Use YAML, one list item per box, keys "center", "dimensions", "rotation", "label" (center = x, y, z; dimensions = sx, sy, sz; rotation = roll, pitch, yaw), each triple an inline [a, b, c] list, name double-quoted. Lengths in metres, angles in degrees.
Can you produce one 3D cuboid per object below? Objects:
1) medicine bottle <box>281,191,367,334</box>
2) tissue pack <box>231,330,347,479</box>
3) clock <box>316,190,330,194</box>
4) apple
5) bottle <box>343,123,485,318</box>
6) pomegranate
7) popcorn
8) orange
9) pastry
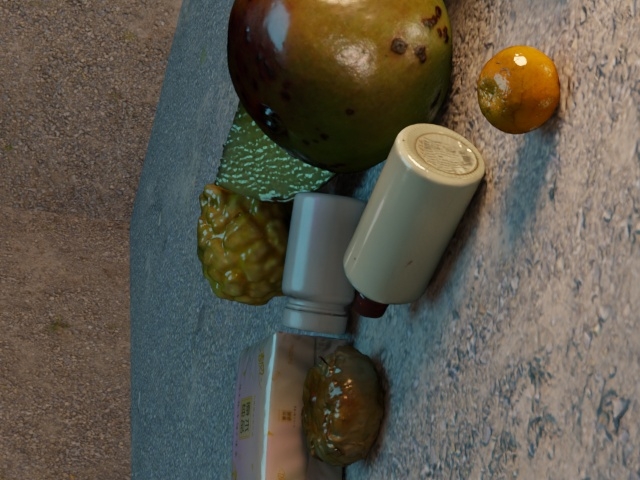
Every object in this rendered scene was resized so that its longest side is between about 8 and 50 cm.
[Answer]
- center: [0.003, 0.031, 1.526]
  dimensions: [0.103, 0.103, 0.186]
  rotation: [-174, 92, -74]
  label: "medicine bottle"
- center: [-0.047, 0.253, 1.550]
  dimensions: [0.185, 0.124, 0.225]
  rotation: [147, 129, -65]
  label: "tissue pack"
- center: [0.000, 0.000, 1.643]
  dimensions: [0.110, 0.050, 0.152]
  rotation: [163, 114, -72]
  label: "clock"
- center: [-0.030, -0.203, 1.613]
  dimensions: [0.254, 0.179, 0.346]
  rotation: [-103, 29, -56]
  label: "apple"
- center: [0.092, -0.007, 1.243]
  dimensions: [0.104, 0.104, 0.245]
  rotation: [-100, 25, -46]
  label: "bottle"
- center: [0.052, -0.223, 1.320]
  dimensions: [0.291, 0.323, 0.290]
  rotation: [33, 135, 42]
  label: "pomegranate"
- center: [-0.107, -0.019, 1.796]
  dimensions: [0.250, 0.190, 0.250]
  rotation: [177, 90, -80]
  label: "popcorn"
- center: [0.187, -0.142, 1.049]
  dimensions: [0.083, 0.070, 0.083]
  rotation: [173, 90, -67]
  label: "orange"
- center: [0.025, 0.210, 1.405]
  dimensions: [0.153, 0.081, 0.153]
  rotation: [180, 90, -66]
  label: "pastry"
